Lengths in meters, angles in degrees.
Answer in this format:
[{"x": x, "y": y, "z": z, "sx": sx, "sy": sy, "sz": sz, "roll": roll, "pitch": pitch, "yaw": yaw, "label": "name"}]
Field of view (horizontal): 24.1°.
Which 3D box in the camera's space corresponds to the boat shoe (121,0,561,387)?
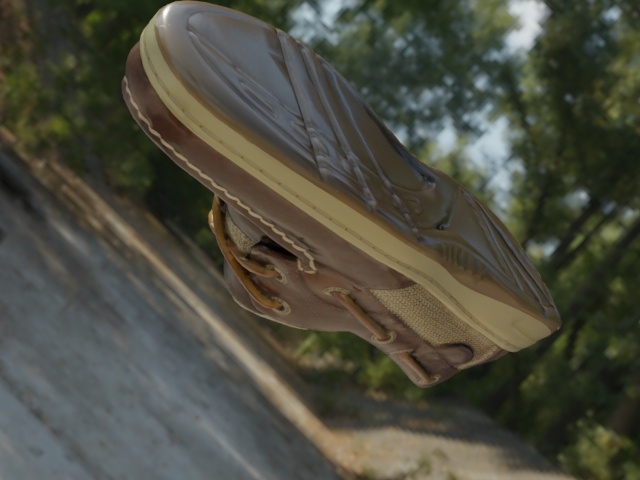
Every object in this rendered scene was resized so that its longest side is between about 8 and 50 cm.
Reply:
[{"x": 0.000, "y": 0.000, "z": 0.788, "sx": 0.342, "sy": 0.123, "sz": 0.123, "roll": 31, "pitch": 29, "yaw": -51, "label": "boat shoe"}]
